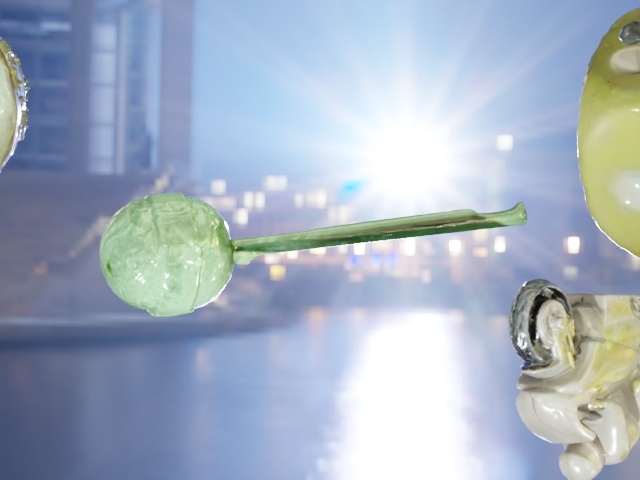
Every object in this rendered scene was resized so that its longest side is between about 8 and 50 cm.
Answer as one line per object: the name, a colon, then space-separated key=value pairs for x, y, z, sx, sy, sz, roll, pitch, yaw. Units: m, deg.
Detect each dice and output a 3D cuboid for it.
dice: x=0.425 y=-0.124 z=2.005 sx=0.233 sy=0.227 sz=0.238 roll=5 pitch=40 yaw=27

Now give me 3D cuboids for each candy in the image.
candy: x=0.000 y=0.000 z=1.797 sx=0.439 sy=0.119 sz=0.119 roll=-5 pitch=1 yaw=-18

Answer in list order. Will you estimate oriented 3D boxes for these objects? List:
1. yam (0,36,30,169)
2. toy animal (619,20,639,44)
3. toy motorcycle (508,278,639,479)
yam: x=-0.301 y=-0.108 z=1.361 sx=0.168 sy=0.168 sz=0.304 roll=1 pitch=6 yaw=-8
toy animal: x=0.339 y=-0.193 z=1.519 sx=0.084 sy=0.233 sz=0.148 roll=13 pitch=33 yaw=-19
toy motorcycle: x=0.320 y=0.163 z=2.067 sx=0.107 sy=0.223 sz=0.340 roll=-2 pitch=-6 yaw=42
